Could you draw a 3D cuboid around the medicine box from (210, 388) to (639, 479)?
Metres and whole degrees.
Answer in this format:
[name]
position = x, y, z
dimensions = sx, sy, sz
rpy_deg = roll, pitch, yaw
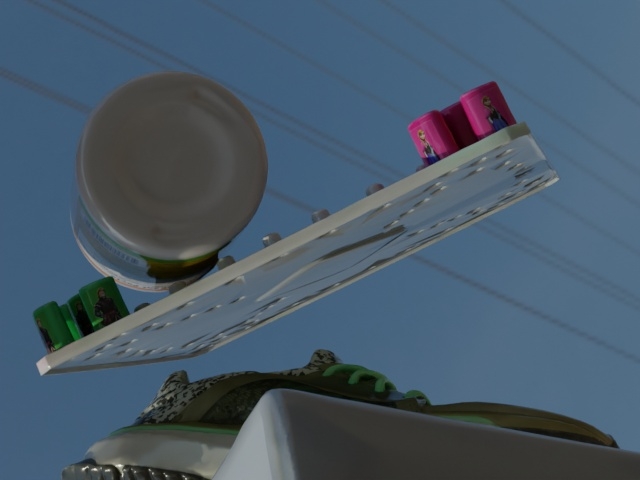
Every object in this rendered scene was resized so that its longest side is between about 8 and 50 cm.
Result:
[medicine box]
position = 0.060, 0.202, 0.434
dimensions = 0.263, 0.289, 0.149
rpy_deg = 12, -137, -20

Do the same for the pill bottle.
[pill bottle]
position = -0.125, -0.034, 1.132
dimensions = 0.136, 0.245, 0.136
rpy_deg = 2, -101, -11

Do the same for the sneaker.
[sneaker]
position = 0.017, 0.136, 1.071
dimensions = 0.182, 0.410, 0.158
rpy_deg = -71, -29, -47

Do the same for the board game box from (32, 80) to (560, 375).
[board game box]
position = 0.000, 0.000, 1.197
dimensions = 0.050, 0.390, 0.390
rpy_deg = 65, -170, 8
